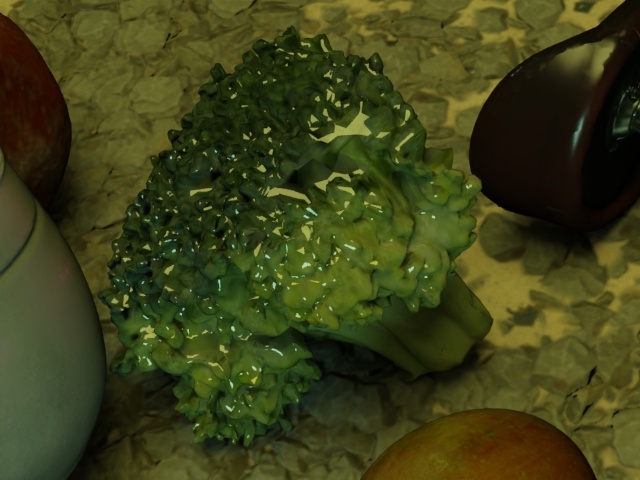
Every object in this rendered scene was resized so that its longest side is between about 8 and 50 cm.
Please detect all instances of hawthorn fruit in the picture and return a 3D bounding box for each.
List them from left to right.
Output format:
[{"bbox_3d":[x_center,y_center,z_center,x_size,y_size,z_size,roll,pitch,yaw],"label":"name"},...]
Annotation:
[{"bbox_3d":[-0.338,-0.107,1.560,0.231,0.235,0.263,-19,65,-37],"label":"hawthorn fruit"}]

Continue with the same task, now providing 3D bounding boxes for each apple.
[{"bbox_3d":[0.114,0.214,1.280,0.196,0.196,0.196,-5,54,7],"label":"apple"}]

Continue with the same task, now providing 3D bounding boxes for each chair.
[{"bbox_3d":[0.336,-0.061,1.412,0.401,0.226,0.226,25,63,26],"label":"chair"}]

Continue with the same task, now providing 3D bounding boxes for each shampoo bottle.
[{"bbox_3d":[-0.310,0.069,1.386,0.273,0.266,0.273,-14,32,9],"label":"shampoo bottle"}]

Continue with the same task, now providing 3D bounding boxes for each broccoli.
[{"bbox_3d":[0.008,-0.007,1.418,0.348,0.281,0.293,-26,30,45],"label":"broccoli"}]
